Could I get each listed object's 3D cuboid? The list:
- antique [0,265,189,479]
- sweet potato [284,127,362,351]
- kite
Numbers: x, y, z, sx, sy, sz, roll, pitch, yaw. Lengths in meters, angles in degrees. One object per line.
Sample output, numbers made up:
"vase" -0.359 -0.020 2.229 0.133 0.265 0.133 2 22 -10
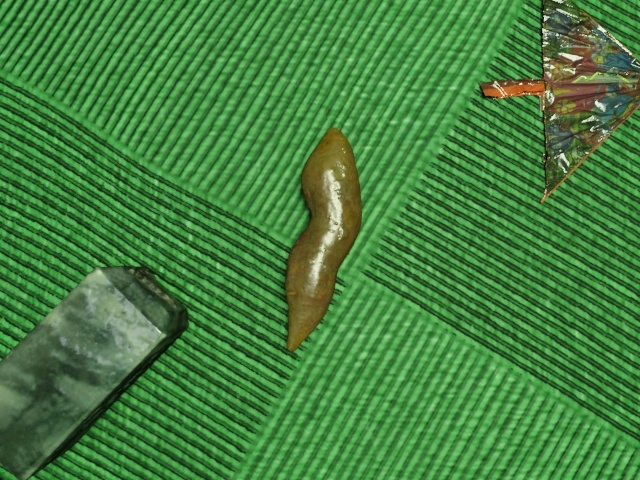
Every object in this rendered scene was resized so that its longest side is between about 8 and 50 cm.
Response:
"antique" -0.211 0.107 0.450 0.086 0.088 0.183 44 87 2
"sweet potato" 0.004 0.000 0.476 0.065 0.051 0.218 10 87 -3
"kite" 0.258 -0.153 0.506 0.189 0.009 0.232 -1 86 0
